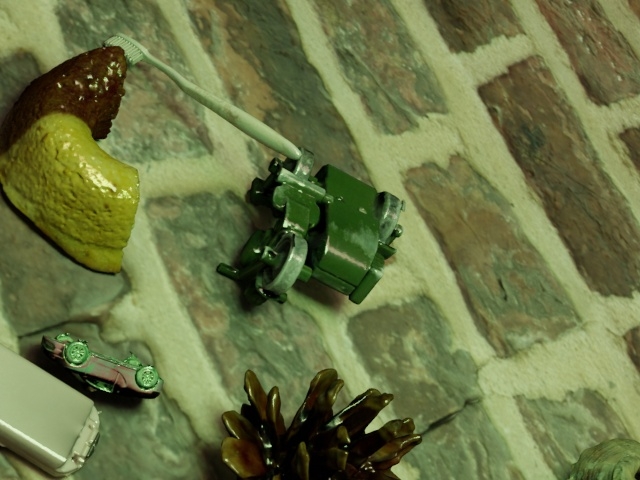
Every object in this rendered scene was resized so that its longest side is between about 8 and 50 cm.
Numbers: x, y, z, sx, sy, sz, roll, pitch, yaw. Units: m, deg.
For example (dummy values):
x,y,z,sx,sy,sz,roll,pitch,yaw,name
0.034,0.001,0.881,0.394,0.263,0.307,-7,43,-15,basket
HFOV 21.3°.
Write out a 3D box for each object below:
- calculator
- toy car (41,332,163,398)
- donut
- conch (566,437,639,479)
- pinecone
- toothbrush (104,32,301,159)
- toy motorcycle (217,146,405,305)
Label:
x,y,z,sx,sy,sz,roll,pitch,yaw,name
-0.308,0.173,1.770,0.175,0.032,0.100,34,43,-11,calculator
-0.237,0.138,1.833,0.142,0.069,0.055,22,86,-23,toy car
-0.288,-0.123,1.959,0.151,0.112,0.295,13,49,-32,donut
0.383,0.328,2.070,0.178,0.245,0.163,28,82,7,conch
0.009,0.236,1.849,0.229,0.201,0.203,42,51,-40,pinecone
-0.147,-0.176,2.097,0.307,0.025,0.029,33,48,21,toothbrush
0.000,0.000,2.083,0.205,0.127,0.275,28,38,-18,toy motorcycle
